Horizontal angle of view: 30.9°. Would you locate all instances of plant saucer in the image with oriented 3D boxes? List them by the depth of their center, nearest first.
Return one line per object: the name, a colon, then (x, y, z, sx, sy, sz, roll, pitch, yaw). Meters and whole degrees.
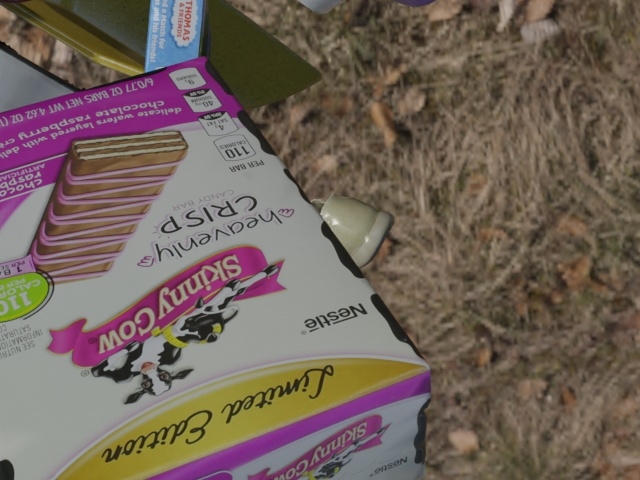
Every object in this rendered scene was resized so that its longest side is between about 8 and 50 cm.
plant saucer: (-0.214, -0.230, 1.131, 0.332, 0.081, 0.332, 24, 178, 39)

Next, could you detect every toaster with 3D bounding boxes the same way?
toaster: (-0.440, -0.197, 1.703, 0.185, 0.110, 0.168, 30, 162, -2)

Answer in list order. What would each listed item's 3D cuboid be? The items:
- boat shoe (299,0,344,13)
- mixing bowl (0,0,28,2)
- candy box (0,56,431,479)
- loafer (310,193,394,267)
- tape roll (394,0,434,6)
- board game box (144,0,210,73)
boat shoe: (-0.029, -0.162, 0.360, 0.063, 0.066, 0.184, -29, 92, 20)
mixing bowl: (-0.159, -0.234, 0.678, 0.098, 0.181, 0.181, 4, 146, 35)
candy box: (-0.077, 0.024, 0.493, 0.159, 0.233, 0.071, -19, 135, -18)
loafer: (0.000, 0.000, 1.462, 0.092, 0.102, 0.268, 39, 151, -10)
tape roll: (0.158, -0.512, 2.039, 0.080, 0.189, 0.189, 6, 145, -46)
board game box: (-0.104, -0.088, 0.835, 0.039, 0.160, 0.211, 5, 179, -5)
